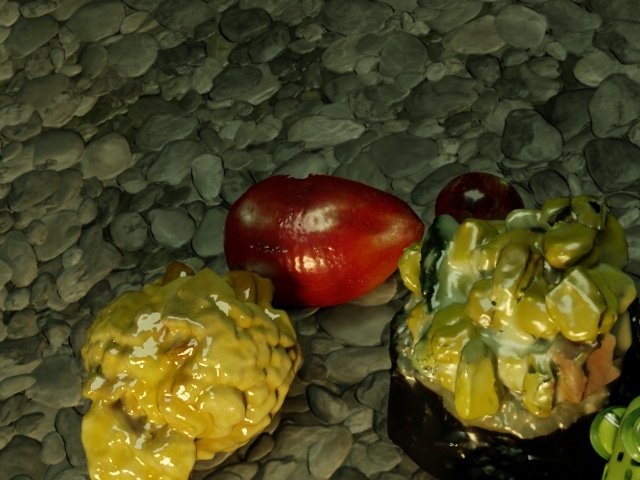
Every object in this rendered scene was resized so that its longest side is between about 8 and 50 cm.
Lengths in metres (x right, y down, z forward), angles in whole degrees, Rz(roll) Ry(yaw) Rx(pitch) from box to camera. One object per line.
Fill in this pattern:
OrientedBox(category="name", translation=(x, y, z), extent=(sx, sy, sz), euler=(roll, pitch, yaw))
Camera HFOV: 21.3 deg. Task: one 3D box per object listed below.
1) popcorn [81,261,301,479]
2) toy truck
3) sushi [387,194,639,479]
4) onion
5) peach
OrientedBox(category="popcorn", translation=(-0.183, 0.168, 2.124), extent=(0.265, 0.225, 0.332), euler=(28, 77, 30))
OrientedBox(category="toy truck", translation=(0.375, 0.275, 1.800), extent=(0.210, 0.148, 0.187), euler=(32, 79, -7))
OrientedBox(category="sushi", translation=(0.216, 0.104, 1.980), extent=(0.329, 0.285, 0.328), euler=(-4, 51, 18))
OrientedBox(category="onion", translation=(0.206, -0.041, 2.222), extent=(0.117, 0.118, 0.118), euler=(-11, 49, 17))
OrientedBox(category="peach", translation=(-0.004, 0.005, 2.235), extent=(0.267, 0.159, 0.154), euler=(5, 60, 21))
